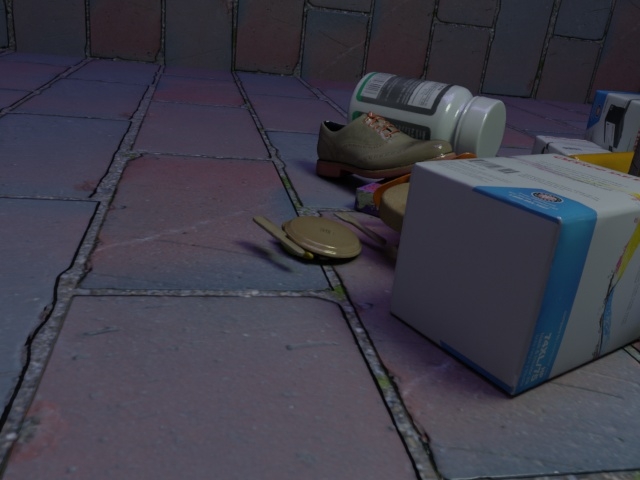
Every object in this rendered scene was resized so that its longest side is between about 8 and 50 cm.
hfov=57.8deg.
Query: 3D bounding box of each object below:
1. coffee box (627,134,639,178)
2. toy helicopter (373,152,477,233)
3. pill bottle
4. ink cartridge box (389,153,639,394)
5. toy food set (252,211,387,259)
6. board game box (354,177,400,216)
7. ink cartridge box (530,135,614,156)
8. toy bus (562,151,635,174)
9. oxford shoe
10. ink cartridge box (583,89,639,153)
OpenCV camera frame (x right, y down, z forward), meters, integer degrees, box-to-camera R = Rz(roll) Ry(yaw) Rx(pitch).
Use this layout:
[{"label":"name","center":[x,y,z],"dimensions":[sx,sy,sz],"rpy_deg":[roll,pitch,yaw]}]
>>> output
[{"label":"coffee box","center":[0.615,-0.095,1.010],"dimensions":[0.141,0.247,0.098],"rpy_deg":[14,23,17]},{"label":"toy helicopter","center":[0.246,-0.065,0.932],"dimensions":[0.355,0.140,0.235],"rpy_deg":[-11,30,-29]},{"label":"pill bottle","center":[0.267,-0.303,1.480],"dimensions":[0.361,0.204,0.204],"rpy_deg":[21,26,31]},{"label":"ink cartridge box","center":[0.258,0.017,0.691],"dimensions":[0.270,0.197,0.198],"rpy_deg":[-9,26,-34]},{"label":"toy food set","center":[0.000,0.000,0.886],"dimensions":[0.192,0.038,0.132],"rpy_deg":[-6,32,-41]},{"label":"board game box","center":[0.242,-0.091,1.162],"dimensions":[0.208,0.056,0.347],"rpy_deg":[24,27,27]},{"label":"ink cartridge box","center":[0.648,-0.193,1.470],"dimensions":[0.160,0.093,0.219],"rpy_deg":[6,22,-2]},{"label":"toy bus","center":[0.598,-0.132,1.230],"dimensions":[0.332,0.108,0.130],"rpy_deg":[-7,4,-31]},{"label":"oxford shoe","center":[0.113,-0.195,1.169],"dimensions":[0.348,0.130,0.123],"rpy_deg":[7,18,43]},{"label":"ink cartridge box","center":[0.799,-0.247,1.473],"dimensions":[0.129,0.223,0.307],"rpy_deg":[5,22,-2]}]
